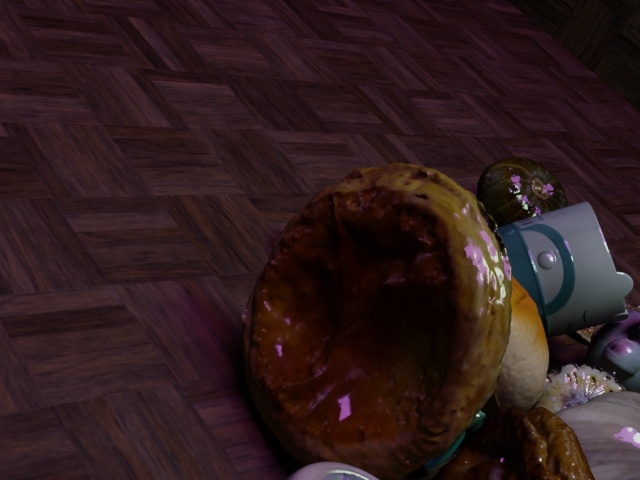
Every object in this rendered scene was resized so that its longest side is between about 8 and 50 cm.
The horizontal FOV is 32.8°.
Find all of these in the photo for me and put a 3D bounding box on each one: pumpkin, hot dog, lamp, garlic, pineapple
[{"bbox_3d":[0.420,-0.073,2.327,0.219,0.162,0.218,20,55,-32],"label":"pumpkin"},{"bbox_3d":[0.256,0.377,1.369,0.174,0.267,0.387,32,27,-33],"label":"hot dog"},{"bbox_3d":[0.631,0.236,1.935,0.301,0.247,0.247,33,9,6],"label":"lamp"},{"bbox_3d":[0.444,0.367,1.569,0.322,0.321,0.241,12,1,-30],"label":"garlic"},{"bbox_3d":[0.432,0.302,1.799,0.161,0.137,0.176,-34,55,-10],"label":"pineapple"}]

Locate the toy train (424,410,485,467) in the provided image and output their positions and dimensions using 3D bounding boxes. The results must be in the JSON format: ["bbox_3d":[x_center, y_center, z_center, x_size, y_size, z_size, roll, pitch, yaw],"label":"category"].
[{"bbox_3d":[0.131,0.219,1.598,0.101,0.159,0.248,17,20,-50],"label":"toy train"}]

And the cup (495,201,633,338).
[{"bbox_3d":[0.394,0.075,1.950,0.258,0.289,0.219,-15,72,1],"label":"cup"}]

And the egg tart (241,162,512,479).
[{"bbox_3d":[0.087,0.112,1.482,0.178,0.443,0.443,22,26,-47],"label":"egg tart"}]

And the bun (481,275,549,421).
[{"bbox_3d":[0.249,0.135,1.687,0.165,0.299,0.299,-33,59,-14],"label":"bun"}]

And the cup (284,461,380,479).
[{"bbox_3d":[0.004,0.354,1.230,0.192,0.200,0.253,30,29,0],"label":"cup"}]

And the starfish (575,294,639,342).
[{"bbox_3d":[0.629,0.153,2.226,0.302,0.084,0.293,28,30,4],"label":"starfish"}]
